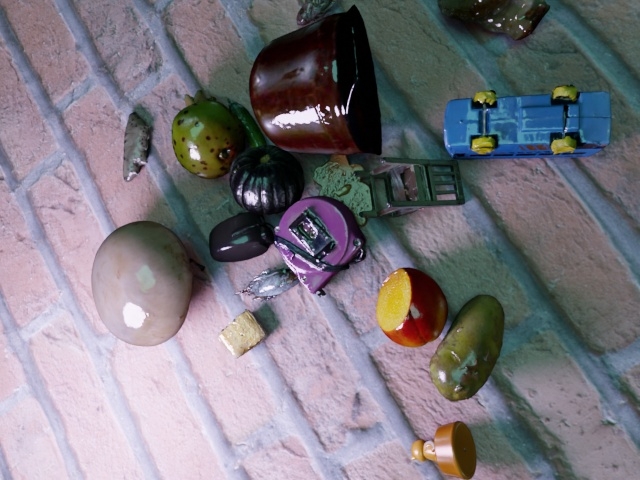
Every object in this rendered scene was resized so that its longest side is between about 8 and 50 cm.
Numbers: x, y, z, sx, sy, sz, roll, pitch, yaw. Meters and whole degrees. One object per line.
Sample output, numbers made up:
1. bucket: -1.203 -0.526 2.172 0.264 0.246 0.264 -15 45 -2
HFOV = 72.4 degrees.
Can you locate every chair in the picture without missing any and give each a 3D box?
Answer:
1. chair: 0.241 -0.143 1.202 0.270 0.147 0.137 -5 83 -32

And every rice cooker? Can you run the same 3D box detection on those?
1. rice cooker: -0.229 -0.008 1.278 0.202 0.142 0.118 -22 67 6

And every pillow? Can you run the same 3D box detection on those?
1. pillow: -0.604 -0.311 1.442 0.093 0.051 0.241 -1 81 13

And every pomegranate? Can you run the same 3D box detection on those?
1. pomegranate: -0.337 -0.313 1.324 0.230 0.231 0.286 -34 33 7

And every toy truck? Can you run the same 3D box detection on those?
1. toy truck: 0.516 -0.287 1.126 0.384 0.162 0.161 1 84 14

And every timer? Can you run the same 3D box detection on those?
1. timer: 0.300 0.537 1.119 0.152 0.132 0.132 -22 78 35

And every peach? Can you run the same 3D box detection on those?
1. peach: 0.229 0.171 1.127 0.190 0.190 0.192 -37 96 7

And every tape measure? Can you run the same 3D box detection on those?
1. tape measure: 0.000 0.000 1.208 0.245 0.149 0.231 45 107 10

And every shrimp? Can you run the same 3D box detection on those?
1. shrimp: -0.161 0.129 1.281 0.232 0.079 0.090 -17 118 16
2. shrimp: 0.001 -0.732 1.344 0.190 0.075 0.073 -36 45 -4

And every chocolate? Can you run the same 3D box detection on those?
1. chocolate: -0.024 -0.392 1.163 0.331 0.383 0.384 -6 82 14

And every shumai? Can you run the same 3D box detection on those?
1. shumai: 0.473 -0.652 1.208 0.222 0.203 0.272 -46 41 2

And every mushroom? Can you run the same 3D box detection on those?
1. mushroom: -0.489 0.122 1.279 0.362 0.294 0.363 4 97 40

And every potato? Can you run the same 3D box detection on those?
1. potato: 0.381 0.266 1.100 0.141 0.176 0.298 36 69 8

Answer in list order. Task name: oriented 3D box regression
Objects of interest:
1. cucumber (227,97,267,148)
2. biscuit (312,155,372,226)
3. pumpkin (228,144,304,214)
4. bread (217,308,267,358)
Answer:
1. cucumber: -0.225 -0.353 1.358 0.056 0.056 0.250 -33 80 7
2. biscuit: 0.076 -0.144 1.275 0.166 0.036 0.226 -39 79 10
3. pumpkin: -0.154 -0.171 1.246 0.220 0.162 0.221 0 42 0
4. bread: -0.228 0.274 1.277 0.125 0.082 0.106 -39 87 -4
